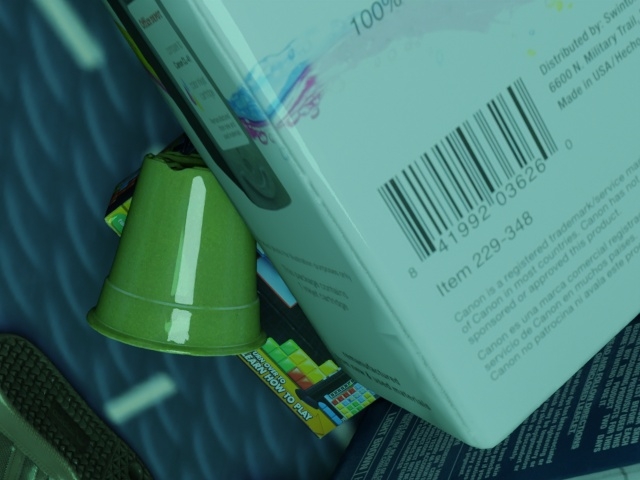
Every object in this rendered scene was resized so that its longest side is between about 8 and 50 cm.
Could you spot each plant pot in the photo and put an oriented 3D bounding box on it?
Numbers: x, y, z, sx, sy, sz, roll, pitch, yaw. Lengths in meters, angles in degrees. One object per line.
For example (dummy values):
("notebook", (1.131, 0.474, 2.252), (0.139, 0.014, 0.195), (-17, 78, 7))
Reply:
("plant pot", (-0.060, 0.002, 0.492), (0.083, 0.083, 0.079), (8, 101, -5))

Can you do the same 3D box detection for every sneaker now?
("sneaker", (-0.153, 0.135, 0.615), (0.071, 0.066, 0.188), (-20, 109, 26))

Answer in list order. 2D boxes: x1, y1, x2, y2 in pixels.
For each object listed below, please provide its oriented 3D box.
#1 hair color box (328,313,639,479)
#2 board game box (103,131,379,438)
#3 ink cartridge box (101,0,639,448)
("hair color box", (0.172, 0.125, 0.476), (0.347, 0.105, 0.174), (-26, 111, 44))
("board game box", (0.000, 0.000, 0.556), (0.141, 0.048, 0.170), (-37, 110, 16))
("ink cartridge box", (0.042, -0.113, 0.420), (0.226, 0.131, 0.306), (-38, 110, -15))
